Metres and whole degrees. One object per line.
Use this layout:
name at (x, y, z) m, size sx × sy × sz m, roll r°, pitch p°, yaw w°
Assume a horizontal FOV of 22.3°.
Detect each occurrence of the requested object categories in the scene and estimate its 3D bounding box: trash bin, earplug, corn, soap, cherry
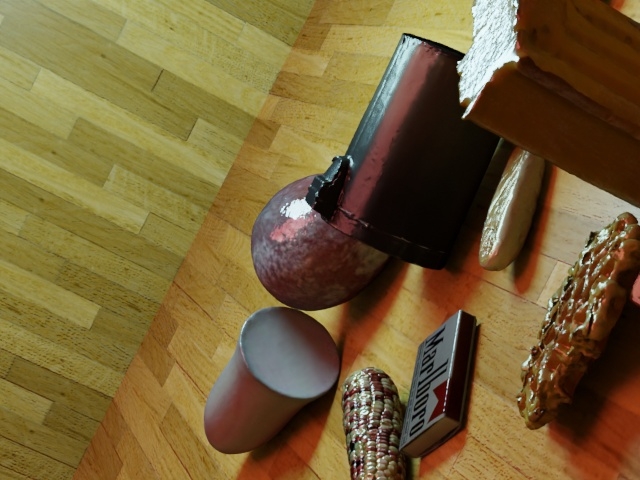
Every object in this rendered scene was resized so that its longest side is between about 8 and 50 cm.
trash bin at (0.146, -0.134, 2.342) m, size 0.301 × 0.252 × 0.203 m, roll -65°, pitch 18°, yaw 9°
earplug at (-0.105, 0.256, 2.655) m, size 0.301 × 0.172 × 0.172 m, roll 126°, pitch 162°, yaw -47°
corn at (0.075, 0.272, 2.200) m, size 0.086 × 0.086 × 0.253 m, roll -54°, pitch 22°, yaw 27°
soap at (0.307, -0.185, 1.865) m, size 0.143 × 0.281 × 0.259 m, roll -54°, pitch 18°, yaw 36°
cherry at (0.000, 0.000, 2.599) m, size 0.285 × 0.213 × 0.236 m, roll -27°, pitch 39°, yaw 45°

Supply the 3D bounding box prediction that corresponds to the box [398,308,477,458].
box at (0.158, 0.191, 2.157) m, size 0.115 × 0.036 × 0.177 m, roll -44°, pitch 25°, yaw 47°

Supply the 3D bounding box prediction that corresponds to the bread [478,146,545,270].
bread at (0.261, -0.043, 2.178) m, size 0.073 × 0.053 × 0.214 m, roll -30°, pitch 34°, yaw 54°

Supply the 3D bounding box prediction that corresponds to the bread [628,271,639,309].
bread at (0.401, 0.070, 1.669) m, size 0.139 × 0.084 × 0.074 m, roll 31°, pitch 94°, yaw 42°

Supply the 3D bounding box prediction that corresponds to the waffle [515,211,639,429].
waffle at (0.288, 0.092, 1.805) m, size 0.291 × 0.051 × 0.291 m, roll -156°, pitch 90°, yaw -89°
